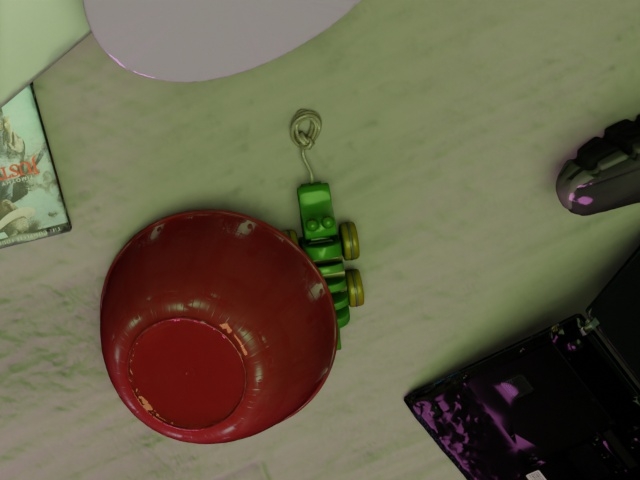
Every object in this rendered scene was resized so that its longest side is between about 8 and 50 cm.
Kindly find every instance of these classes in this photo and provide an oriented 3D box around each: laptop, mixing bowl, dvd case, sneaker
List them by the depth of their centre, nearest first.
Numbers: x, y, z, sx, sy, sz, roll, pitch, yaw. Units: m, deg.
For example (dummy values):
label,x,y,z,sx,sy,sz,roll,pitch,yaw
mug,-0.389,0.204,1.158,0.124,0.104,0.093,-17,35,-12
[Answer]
label,x,y,z,sx,sy,sz,roll,pitch,yaw
mixing bowl,-0.085,0.077,1.362,0.181,0.098,0.181,3,109,10
dvd case,-0.237,-0.053,1.370,0.087,0.013,0.119,-13,109,-3
sneaker,0.307,-0.057,1.394,0.267,0.101,0.106,-19,106,-1
laptop,0.246,0.122,1.491,0.264,0.136,0.234,-29,110,29

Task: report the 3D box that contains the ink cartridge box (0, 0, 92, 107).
label,x,y,z,sx,sy,sz,roll,pitch,yaw
ink cartridge box,-0.318,-0.166,1.287,0.275,0.060,0.239,-40,108,0

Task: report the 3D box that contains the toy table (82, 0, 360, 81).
label,x,y,z,sx,sy,sz,roll,pitch,yaw
toy table,-0.042,-0.241,1.238,0.274,0.161,0.252,-32,122,12

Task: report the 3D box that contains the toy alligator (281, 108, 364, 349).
label,x,y,z,sx,sy,sz,roll,pitch,yaw
toy alligator,0.000,0.000,1.398,0.056,0.051,0.189,-8,108,-5
